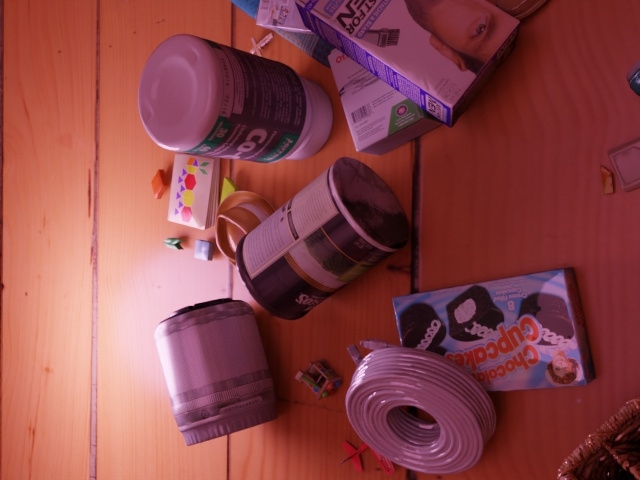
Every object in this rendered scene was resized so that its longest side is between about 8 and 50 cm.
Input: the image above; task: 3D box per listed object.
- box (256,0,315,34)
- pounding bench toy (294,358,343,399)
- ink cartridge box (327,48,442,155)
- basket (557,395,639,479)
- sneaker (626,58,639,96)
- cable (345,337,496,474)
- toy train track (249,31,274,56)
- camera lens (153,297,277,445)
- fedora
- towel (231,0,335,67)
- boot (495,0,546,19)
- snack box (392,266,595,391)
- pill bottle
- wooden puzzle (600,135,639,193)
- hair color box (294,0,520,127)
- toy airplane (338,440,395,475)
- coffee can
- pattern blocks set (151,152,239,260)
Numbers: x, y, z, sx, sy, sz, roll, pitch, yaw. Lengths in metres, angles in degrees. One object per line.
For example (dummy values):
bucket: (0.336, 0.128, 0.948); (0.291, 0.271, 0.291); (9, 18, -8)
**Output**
box: (-0.039, -0.498, 1.405); (0.186, 0.038, 0.145); (18, 102, 34)
pounding bench toy: (-0.006, 0.286, 1.403); (0.065, 0.083, 0.052); (41, 113, 30)
ink cartridge box: (0.119, -0.286, 1.302); (0.153, 0.087, 0.208); (-23, 77, 34)
basket: (0.505, 0.319, 0.878); (0.299, 0.223, 0.214); (49, 121, 56)
sneaker: (0.583, -0.242, 0.944); (0.302, 0.108, 0.121); (-17, 76, 34)
cable: (0.170, 0.297, 1.201); (0.257, 0.089, 0.257); (1, 124, 29)
toy train track: (-0.126, -0.433, 1.524); (0.083, 0.014, 0.048); (-23, 90, 47)
camera lens: (-0.222, 0.273, 1.479); (0.219, 0.219, 0.274); (-25, 76, 34)
fedora: (-0.172, -0.012, 1.511); (0.194, 0.079, 0.194); (5, 101, 29)
towel: (-0.041, -0.561, 1.451); (0.370, 0.040, 0.271); (41, 114, 27)
boot: (0.334, -0.481, 1.065); (0.095, 0.203, 0.262); (50, 116, 26)
snack box: (0.288, 0.164, 1.197); (0.322, 0.060, 0.187); (-14, 83, 36)
pill bottle: (-0.147, -0.256, 1.329); (0.204, 0.361, 0.204); (0, 91, 37)
wooden puzzle: (0.490, -0.120, 1.074); (0.116, 0.014, 0.079); (-18, 84, 36)
hair color box: (0.144, -0.371, 1.185); (0.339, 0.110, 0.185); (38, 88, 13)
toy airplane: (0.090, 0.406, 1.367); (0.151, 0.028, 0.151); (0, 89, 38)
coffee can: (0.000, 0.000, 1.322); (0.275, 0.201, 0.202); (-37, 69, 31)
pattern blocks set: (-0.300, -0.125, 1.653); (0.285, 0.026, 0.325); (23, 104, 34)
